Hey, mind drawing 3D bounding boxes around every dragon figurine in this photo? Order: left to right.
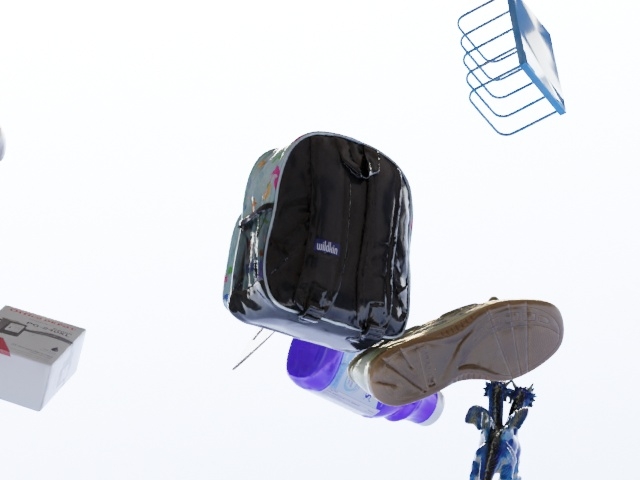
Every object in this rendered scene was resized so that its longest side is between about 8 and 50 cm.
[{"bbox_3d":[0.241,0.271,2.473,0.085,0.144,0.289,4,-172,13],"label":"dragon figurine"}]

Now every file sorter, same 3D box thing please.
[{"bbox_3d":[0.267,-0.250,2.568,0.104,0.118,0.170,-27,-138,23],"label":"file sorter"}]

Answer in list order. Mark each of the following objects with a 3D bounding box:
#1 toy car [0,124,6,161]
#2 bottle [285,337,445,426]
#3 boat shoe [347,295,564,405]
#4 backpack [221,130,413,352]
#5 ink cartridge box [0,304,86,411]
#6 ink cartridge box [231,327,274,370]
[{"bbox_3d":[-0.430,-0.081,1.885,0.136,0.159,0.182,36,-166,21],"label":"toy car"},{"bbox_3d":[0.074,0.206,2.715,0.092,0.118,0.283,2,159,47],"label":"bottle"},{"bbox_3d":[0.172,0.130,2.266,0.285,0.105,0.089,-12,-168,-24],"label":"boat shoe"},{"bbox_3d":[0.000,0.000,2.240,0.225,0.254,0.191,17,162,-28],"label":"backpack"},{"bbox_3d":[-0.351,0.136,2.128,0.109,0.063,0.150,17,-164,4],"label":"ink cartridge box"},{"bbox_3d":[-0.017,0.109,2.877,0.239,0.060,0.275,-45,-176,15],"label":"ink cartridge box"}]
